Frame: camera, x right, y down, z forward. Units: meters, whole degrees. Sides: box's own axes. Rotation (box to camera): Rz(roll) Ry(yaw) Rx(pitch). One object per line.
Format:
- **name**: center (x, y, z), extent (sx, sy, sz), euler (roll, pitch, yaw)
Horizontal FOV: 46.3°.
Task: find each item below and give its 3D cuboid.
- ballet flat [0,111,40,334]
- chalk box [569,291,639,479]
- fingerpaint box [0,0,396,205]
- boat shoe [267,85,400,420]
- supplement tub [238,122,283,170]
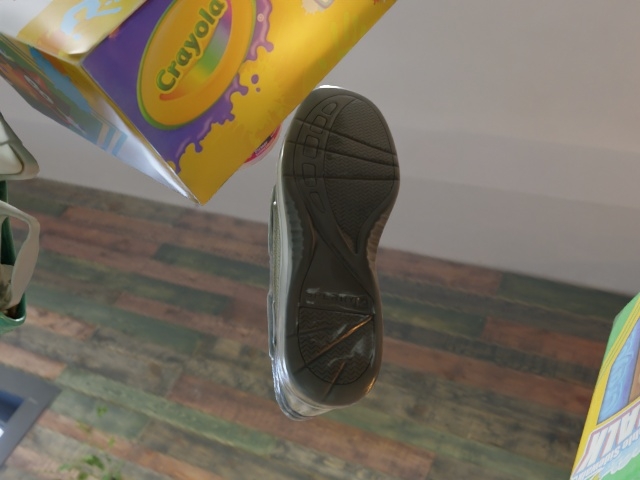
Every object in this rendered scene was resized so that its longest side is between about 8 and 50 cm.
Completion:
- **ballet flat**: center (-0.282, -0.036, 0.640), extent (0.087, 0.083, 0.248), euler (1, -81, 1)
- **chalk box**: center (0.242, 0.105, 0.348), extent (0.180, 0.289, 0.179), euler (37, -52, 10)
- **fingerpaint box**: center (-0.096, -0.287, 0.711), extent (0.371, 0.445, 0.163), euler (27, -20, 44)
- **boat shoe**: center (0.002, 0.002, 0.695), extent (0.118, 0.321, 0.103), euler (11, -26, -19)
- **supplement tub**: center (-0.163, -0.243, 1.131), extent (0.191, 0.191, 0.272), euler (21, -20, 13)
